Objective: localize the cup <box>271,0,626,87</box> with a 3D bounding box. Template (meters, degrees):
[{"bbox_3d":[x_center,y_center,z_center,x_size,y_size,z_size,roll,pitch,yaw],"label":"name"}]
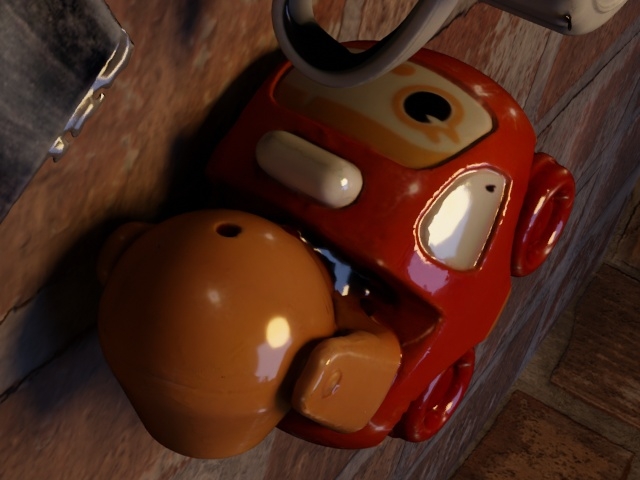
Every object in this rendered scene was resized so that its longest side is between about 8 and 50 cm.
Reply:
[{"bbox_3d":[0.053,-0.176,0.492,0.167,0.202,0.221,-52,159,-21],"label":"cup"}]

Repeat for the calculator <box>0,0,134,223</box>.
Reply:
[{"bbox_3d":[-0.150,-0.069,0.386,0.161,0.021,0.261,-57,161,-12],"label":"calculator"}]

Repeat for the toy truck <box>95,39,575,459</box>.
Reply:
[{"bbox_3d":[0.000,0.000,0.649,0.264,0.189,0.239,-63,154,2],"label":"toy truck"}]
